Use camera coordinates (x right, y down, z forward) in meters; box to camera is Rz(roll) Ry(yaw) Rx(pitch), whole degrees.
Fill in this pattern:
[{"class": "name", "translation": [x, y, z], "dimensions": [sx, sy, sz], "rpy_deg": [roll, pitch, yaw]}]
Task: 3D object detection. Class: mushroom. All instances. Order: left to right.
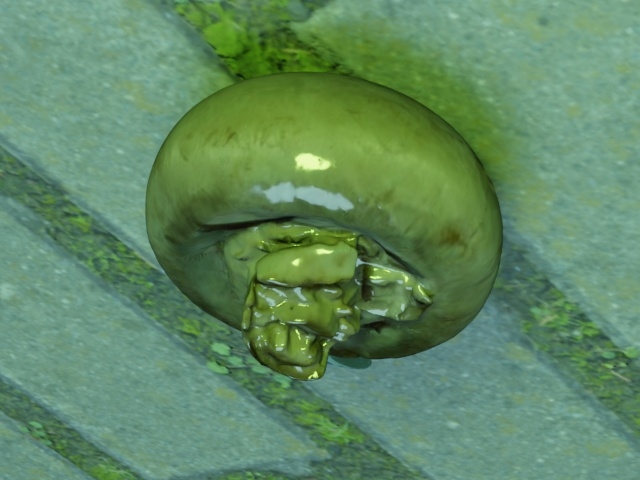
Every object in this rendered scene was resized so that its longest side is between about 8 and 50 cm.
[{"class": "mushroom", "translation": [0.000, 0.000, 1.110], "dimensions": [0.226, 0.178, 0.226], "rpy_deg": [6, 153, 3]}]

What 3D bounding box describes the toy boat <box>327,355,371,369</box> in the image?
[{"class": "toy boat", "translation": [0.025, 0.055, 1.314], "dimensions": [0.105, 0.034, 0.149], "rpy_deg": [29, 147, -22]}]
